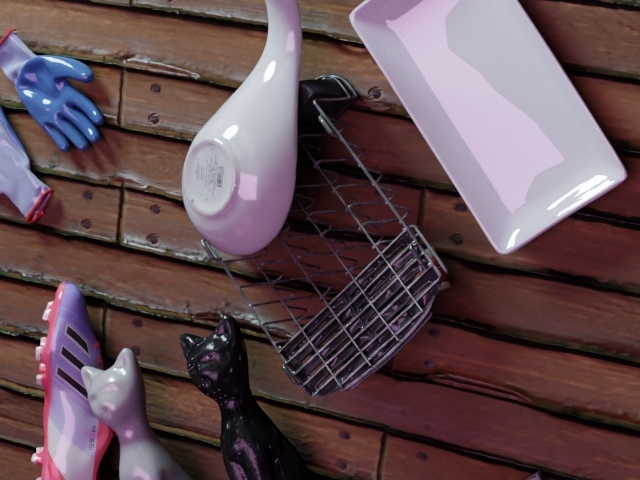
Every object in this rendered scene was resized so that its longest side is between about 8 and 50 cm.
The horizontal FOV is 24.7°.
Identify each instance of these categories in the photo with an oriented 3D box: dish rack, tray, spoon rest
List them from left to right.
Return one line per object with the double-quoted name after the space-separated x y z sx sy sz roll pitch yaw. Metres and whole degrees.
-0.065 -0.122 1.343 0.137 0.084 0.276 19 107 42 "spoon rest"
0.000 0.000 1.368 0.208 0.074 0.271 -45 66 26 "dish rack"
0.152 -0.135 1.325 0.145 0.030 0.270 -35 83 25 "tray"

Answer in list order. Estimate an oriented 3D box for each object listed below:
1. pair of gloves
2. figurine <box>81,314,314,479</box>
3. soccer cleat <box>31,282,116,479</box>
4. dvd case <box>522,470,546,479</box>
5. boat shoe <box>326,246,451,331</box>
-0.313 -0.126 1.554 0.159 0.023 0.198 46 115 10 "pair of gloves"
-0.134 0.195 1.474 0.215 0.092 0.209 -18 96 27 "figurine"
-0.256 0.168 1.555 0.095 0.083 0.248 4 96 -7 "soccer cleat"
0.167 0.342 1.406 0.221 0.018 0.164 -35 84 25 "dvd case"
0.060 0.051 1.390 0.137 0.049 0.043 -26 81 28 "boat shoe"
